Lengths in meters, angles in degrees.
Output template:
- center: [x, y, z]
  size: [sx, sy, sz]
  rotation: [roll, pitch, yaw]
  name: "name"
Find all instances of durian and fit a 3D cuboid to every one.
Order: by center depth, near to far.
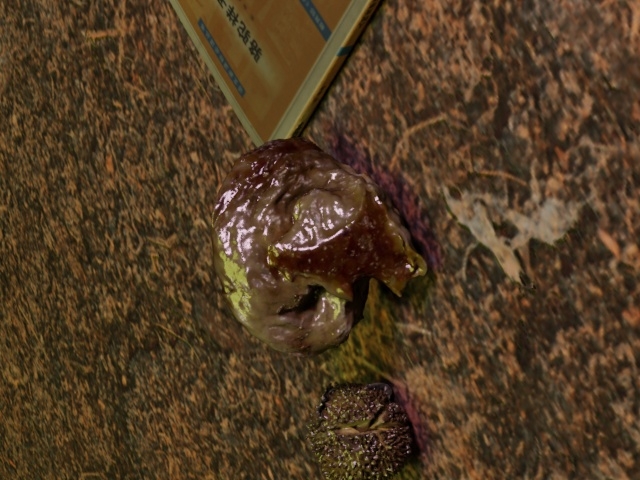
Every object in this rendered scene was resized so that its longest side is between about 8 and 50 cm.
- center: [0.028, 0.141, 1.151]
  size: [0.080, 0.080, 0.091]
  rotation: [50, 160, 30]
  name: "durian"

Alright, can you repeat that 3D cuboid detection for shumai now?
- center: [-0.006, -0.006, 1.074]
  size: [0.105, 0.123, 0.139]
  rotation: [-49, 52, 44]
  name: "shumai"

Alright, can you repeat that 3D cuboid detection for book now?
- center: [-0.034, -0.181, 1.105]
  size: [0.170, 0.018, 0.242]
  rotation: [59, 148, 16]
  name: "book"
